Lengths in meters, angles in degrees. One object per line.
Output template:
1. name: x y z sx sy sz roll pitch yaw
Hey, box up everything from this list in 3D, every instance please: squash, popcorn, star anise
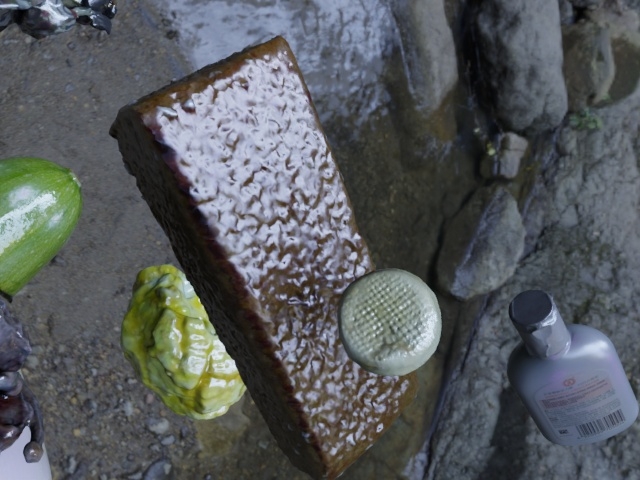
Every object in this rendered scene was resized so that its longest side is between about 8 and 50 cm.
1. squash: -0.710 -0.073 1.266 0.309 0.310 0.310 -51 123 -23
2. popcorn: -0.310 0.245 1.242 0.292 0.334 0.293 -52 150 14
3. star anise: -0.353 0.162 0.589 0.089 0.231 0.209 -4 137 -55

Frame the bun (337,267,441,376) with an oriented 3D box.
1. bun: 0.056 0.068 0.445 0.086 0.086 0.055 -65 156 -16

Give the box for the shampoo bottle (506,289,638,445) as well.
1. shampoo bottle: 0.185 0.100 0.422 0.165 0.079 0.040 52 23 -32

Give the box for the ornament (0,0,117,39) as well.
1. ornament: -0.230 -0.201 0.431 0.196 0.153 0.166 -29 94 -54

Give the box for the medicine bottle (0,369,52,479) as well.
1. medicine bottle: -0.489 0.303 0.722 0.235 0.406 0.236 -26 145 -20

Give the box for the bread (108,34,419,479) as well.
1. bread: -0.034 0.034 0.546 0.165 0.113 0.417 -33 114 -25
